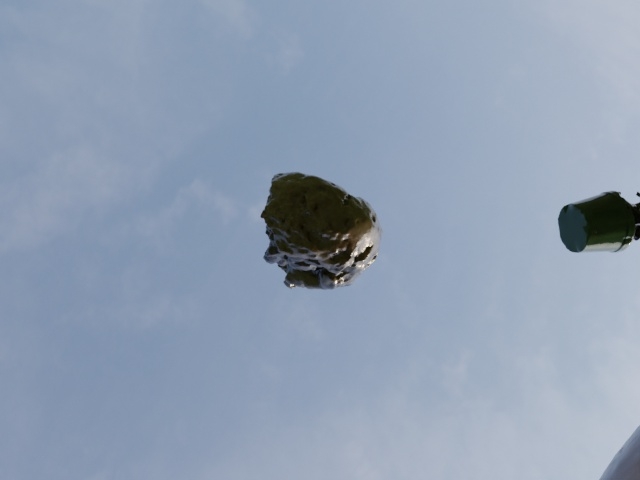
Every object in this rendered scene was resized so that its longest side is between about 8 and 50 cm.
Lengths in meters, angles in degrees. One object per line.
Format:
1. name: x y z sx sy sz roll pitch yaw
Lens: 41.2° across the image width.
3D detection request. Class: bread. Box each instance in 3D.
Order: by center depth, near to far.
1. bread: 0.000 0.000 0.591 0.082 0.113 0.060 15 -110 9

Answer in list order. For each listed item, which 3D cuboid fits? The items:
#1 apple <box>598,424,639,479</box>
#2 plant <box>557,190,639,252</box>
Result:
1. apple: 0.302 0.207 0.388 0.374 0.374 0.384 32 -130 -3
2. plant: 0.247 -0.017 0.693 0.102 0.051 0.051 -11 -114 -18
